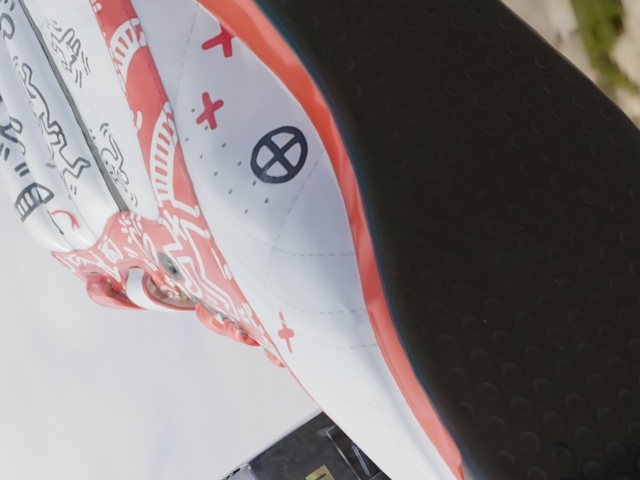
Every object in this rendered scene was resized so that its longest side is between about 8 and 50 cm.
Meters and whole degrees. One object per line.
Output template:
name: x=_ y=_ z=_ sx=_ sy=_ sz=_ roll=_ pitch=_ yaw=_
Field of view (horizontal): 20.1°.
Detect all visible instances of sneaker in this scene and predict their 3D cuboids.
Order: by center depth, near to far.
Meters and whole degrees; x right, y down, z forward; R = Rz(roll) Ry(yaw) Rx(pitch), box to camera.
sneaker: x=0.001 y=-0.001 z=0.463 sx=0.270 sy=0.090 sz=0.145 roll=54 pitch=149 yaw=16

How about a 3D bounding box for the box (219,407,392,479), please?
box: x=0.088 y=0.161 z=0.877 sx=0.233 sy=0.183 sz=0.059 roll=55 pitch=152 yaw=5
